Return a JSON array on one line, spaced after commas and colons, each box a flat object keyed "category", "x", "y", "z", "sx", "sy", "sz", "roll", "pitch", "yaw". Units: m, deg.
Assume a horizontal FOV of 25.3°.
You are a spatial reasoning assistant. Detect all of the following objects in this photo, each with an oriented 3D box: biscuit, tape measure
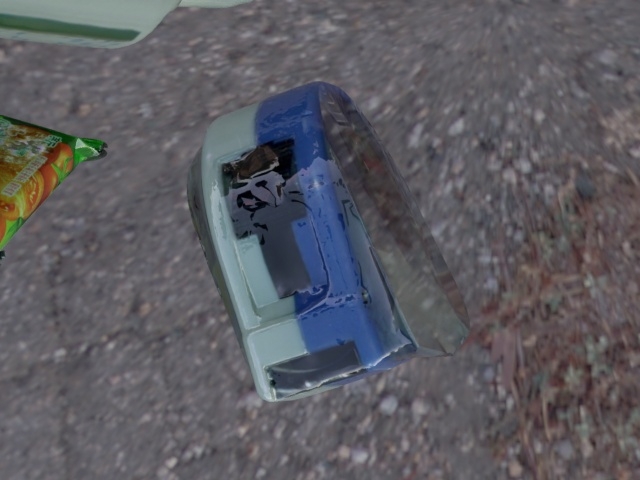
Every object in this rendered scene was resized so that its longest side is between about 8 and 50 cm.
[{"category": "biscuit", "x": -0.099, "y": -0.015, "z": 0.411, "sx": 0.046, "sy": 0.089, "sz": 0.016, "roll": 16, "pitch": 124, "yaw": 8}, {"category": "tape measure", "x": 0.000, "y": 0.002, "z": 1.189, "sx": 0.138, "sy": 0.259, "sz": 0.262, "roll": -27, "pitch": 84, "yaw": 13}]

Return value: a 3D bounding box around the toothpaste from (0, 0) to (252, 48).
[{"category": "toothpaste", "x": -0.164, "y": -0.092, "z": 0.354, "sx": 0.099, "sy": 0.392, "sz": 0.061, "roll": 43, "pitch": 118, "yaw": 36}]
